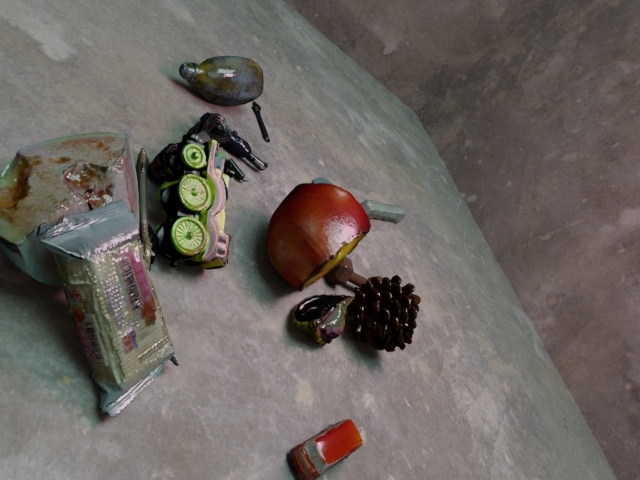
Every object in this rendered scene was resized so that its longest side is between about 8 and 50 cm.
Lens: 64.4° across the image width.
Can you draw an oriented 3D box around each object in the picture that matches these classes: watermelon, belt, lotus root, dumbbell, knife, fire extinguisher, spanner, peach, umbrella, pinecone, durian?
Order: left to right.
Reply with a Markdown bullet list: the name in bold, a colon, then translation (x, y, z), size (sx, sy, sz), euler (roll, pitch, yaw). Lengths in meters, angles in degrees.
- **watermelon**: translation (-0.443, -0.048, 0.875), size (0.175, 0.188, 0.322), euler (17, 37, 13)
- **knife**: translation (-0.365, -0.063, 1.057), size (0.043, 0.089, 0.365), euler (14, 41, -32)
- **belt**: translation (-0.324, -0.232, 1.315), size (0.126, 0.094, 0.359), euler (41, 28, -19)
- **lotus root**: translation (-0.304, -0.507, 1.622), size (0.140, 0.158, 0.322), euler (56, 34, 9)
- **fire extinguisher**: translation (-0.244, -0.197, 1.472), size (0.038, 0.025, 0.083), euler (-39, 90, -25)
- **umbrella**: translation (-0.253, -0.295, 1.529), size (0.248, 0.071, 0.071), euler (38, 30, -20)
- **spanner**: translation (-0.212, -0.426, 1.816), size (0.046, 0.012, 0.208), euler (20, 41, -47)
- **durian**: translation (-0.005, 0.210, 1.285), size (0.187, 0.119, 0.108), euler (-31, 121, -51)
- **peach**: translation (0.000, 0.000, 1.335), size (0.281, 0.281, 0.338), euler (36, 26, -27)
- **dumbbell**: translation (0.116, 0.123, 1.561), size (0.231, 0.082, 0.092), euler (30, 35, -35)
- **pinecone**: translation (0.168, 0.200, 1.418), size (0.221, 0.221, 0.221), euler (37, 30, -26)

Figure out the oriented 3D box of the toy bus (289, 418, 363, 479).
- **toy bus**: translation (0.016, 0.424, 1.039), size (0.174, 0.077, 0.079), euler (1, 55, -57)

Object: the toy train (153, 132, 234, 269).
- **toy train**: translation (-0.266, -0.081, 1.106), size (0.160, 0.100, 0.296), euler (17, 71, -42)

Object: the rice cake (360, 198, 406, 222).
- **rice cake**: translation (0.250, -0.120, 2.083), size (0.336, 0.066, 0.063), euler (4, 53, -54)

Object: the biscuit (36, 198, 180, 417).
- **biscuit**: translation (-0.329, 0.100, 0.810), size (0.186, 0.079, 0.309), euler (-39, 121, -65)

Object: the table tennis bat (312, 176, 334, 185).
- **table tennis bat**: translation (0.067, -0.149, 1.875), size (0.244, 0.040, 0.153), euler (30, 34, -28)
